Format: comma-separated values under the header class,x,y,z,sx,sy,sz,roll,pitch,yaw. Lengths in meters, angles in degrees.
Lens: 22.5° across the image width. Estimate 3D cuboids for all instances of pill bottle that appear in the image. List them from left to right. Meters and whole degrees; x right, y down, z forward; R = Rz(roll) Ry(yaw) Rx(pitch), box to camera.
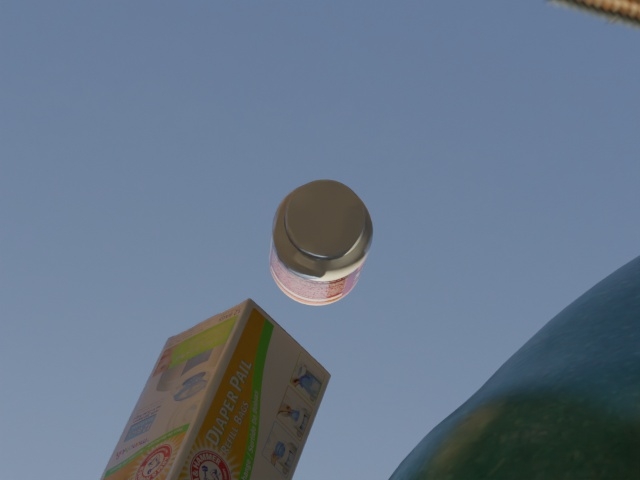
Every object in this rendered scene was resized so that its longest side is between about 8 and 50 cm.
class,x,y,z,sx,sy,sz,roll,pitch,yaw
pill bottle,0.000,0.000,1.366,0.086,0.152,0.086,1,-104,-3

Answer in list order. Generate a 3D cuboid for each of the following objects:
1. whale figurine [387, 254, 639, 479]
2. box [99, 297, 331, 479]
class,x,y,z,sx,sy,sz,roll,pitch,yaw
whale figurine,0.088,0.067,0.455,0.141,0.216,0.272,11,-133,9
box,-0.088,0.165,1.286,0.103,0.114,0.203,45,-137,-22
